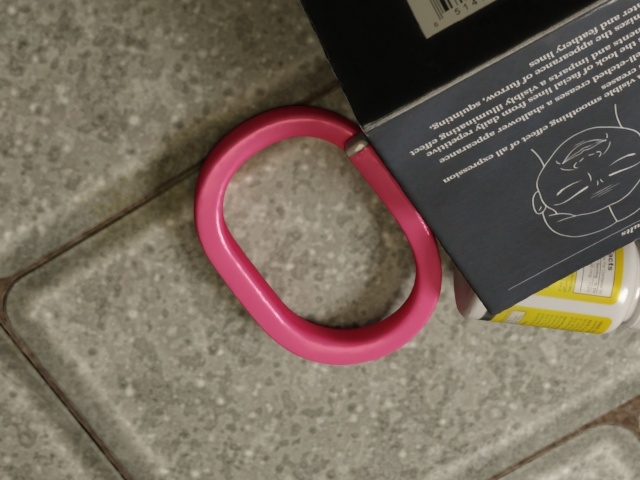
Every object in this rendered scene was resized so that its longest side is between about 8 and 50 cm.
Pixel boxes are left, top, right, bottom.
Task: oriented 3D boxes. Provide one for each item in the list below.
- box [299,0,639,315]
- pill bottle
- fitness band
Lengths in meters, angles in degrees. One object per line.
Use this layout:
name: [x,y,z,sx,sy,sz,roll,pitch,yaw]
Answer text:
box: [0.188,-0.150,1.475,0.293,0.212,0.395,-28,148,7]
pill bottle: [0.249,0.032,1.716,0.208,0.119,0.119,8,115,-10]
fitness band: [0.000,0.000,1.710,0.209,0.054,0.291,-32,114,10]
